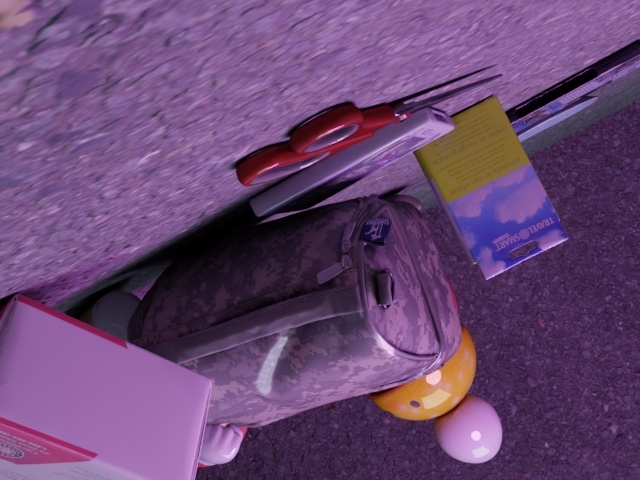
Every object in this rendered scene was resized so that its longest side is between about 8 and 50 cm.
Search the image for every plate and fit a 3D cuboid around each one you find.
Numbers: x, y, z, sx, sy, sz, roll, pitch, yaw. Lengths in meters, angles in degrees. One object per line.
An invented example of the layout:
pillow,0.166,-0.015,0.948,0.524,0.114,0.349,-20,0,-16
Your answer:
plate,0.372,-0.201,1.800,0.188,0.024,0.188,-26,177,-1

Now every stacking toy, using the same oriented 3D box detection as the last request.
stacking toy,0.159,0.192,1.889,0.350,0.480,0.350,-39,-178,2

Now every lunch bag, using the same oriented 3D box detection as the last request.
lunch bag,-0.024,0.080,1.148,0.305,0.213,0.256,-19,176,23

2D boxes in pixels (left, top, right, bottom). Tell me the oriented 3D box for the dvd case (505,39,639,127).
dvd case,0.339,-0.204,1.522,0.253,0.022,0.180,-28,176,18

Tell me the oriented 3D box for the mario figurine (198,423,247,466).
mario figurine,-0.171,0.183,1.305,0.170,0.198,0.320,-21,168,18

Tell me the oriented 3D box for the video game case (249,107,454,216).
video game case,0.037,-0.078,1.084,0.190,0.022,0.173,-28,176,15

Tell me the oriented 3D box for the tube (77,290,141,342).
tube,-0.254,0.098,1.263,0.070,0.062,0.240,20,167,-15

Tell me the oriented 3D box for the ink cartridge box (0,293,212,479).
ink cartridge box,-0.266,0.178,0.996,0.207,0.117,0.283,28,143,-28

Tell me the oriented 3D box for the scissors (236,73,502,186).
scissors,0.047,-0.099,0.899,0.109,0.021,0.297,-33,175,38

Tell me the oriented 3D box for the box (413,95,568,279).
box,0.186,-0.058,1.204,0.109,0.178,0.042,-27,177,-1
